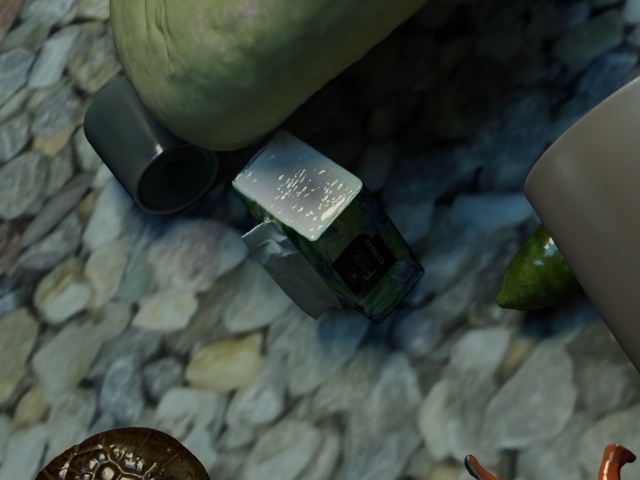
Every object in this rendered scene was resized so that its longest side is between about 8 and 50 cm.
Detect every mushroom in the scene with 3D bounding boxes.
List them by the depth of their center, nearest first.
[{"bbox_3d":[-0.128,0.174,1.248,0.126,0.085,0.109,-41,51,5],"label":"mushroom"}]

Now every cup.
[{"bbox_3d":[0.266,0.001,1.100,0.200,0.253,0.191,60,140,15],"label":"cup"},{"bbox_3d":[-0.108,-0.071,1.414,0.100,0.078,0.077,-19,52,-23],"label":"cup"}]

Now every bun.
[{"bbox_3d":[-0.006,-0.233,1.303,0.361,0.213,0.361,-42,7,6],"label":"bun"}]

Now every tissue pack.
[{"bbox_3d":[-0.001,0.000,1.280,0.079,0.111,0.085,-49,51,-9],"label":"tissue pack"}]

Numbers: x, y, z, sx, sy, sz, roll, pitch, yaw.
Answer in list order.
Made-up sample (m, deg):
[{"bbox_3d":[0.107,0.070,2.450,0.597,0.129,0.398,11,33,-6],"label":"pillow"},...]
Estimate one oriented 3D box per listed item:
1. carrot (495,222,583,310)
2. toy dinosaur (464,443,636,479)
[{"bbox_3d":[0.250,-0.072,1.232,0.358,0.074,0.074,-39,50,3],"label":"carrot"},{"bbox_3d":[0.208,0.172,1.104,0.280,0.055,0.101,13,76,31],"label":"toy dinosaur"}]
